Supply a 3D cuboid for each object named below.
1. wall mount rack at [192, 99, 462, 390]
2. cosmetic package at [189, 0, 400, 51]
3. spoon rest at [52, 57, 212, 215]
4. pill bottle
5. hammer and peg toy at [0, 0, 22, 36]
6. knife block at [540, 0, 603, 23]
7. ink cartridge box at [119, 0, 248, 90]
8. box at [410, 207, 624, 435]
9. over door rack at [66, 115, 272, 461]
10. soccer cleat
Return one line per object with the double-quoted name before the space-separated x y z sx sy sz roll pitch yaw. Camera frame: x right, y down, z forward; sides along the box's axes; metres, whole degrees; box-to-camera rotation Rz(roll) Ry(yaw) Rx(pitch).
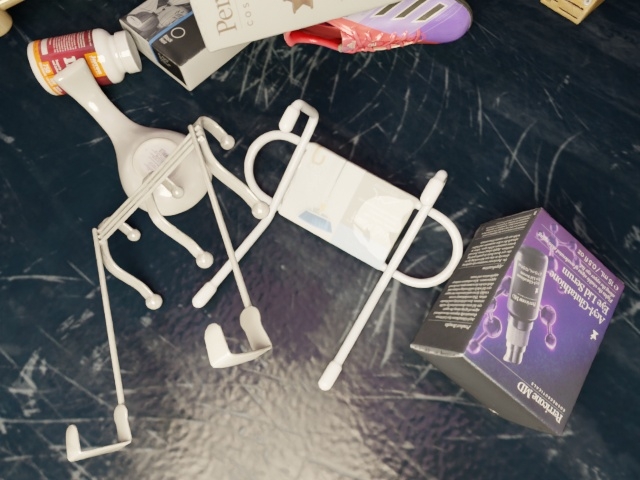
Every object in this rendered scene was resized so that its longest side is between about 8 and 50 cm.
"wall mount rack" 0.000 0.000 0.554 0.350 0.130 0.304 30 104 12
"cosmetic package" -0.043 -0.537 0.560 0.393 0.329 0.328 -18 61 -5
"spoon rest" -0.287 -0.156 0.645 0.137 0.084 0.276 -43 88 -14
"pill bottle" -0.388 -0.301 0.686 0.151 0.086 0.086 -15 69 -5
"hammer and peg toy" -0.533 -0.505 0.746 0.265 0.127 0.362 -20 70 -10
"knife block" 0.571 -0.549 0.795 0.088 0.242 0.276 44 120 16
"ink cartridge box" -0.177 -0.432 0.751 0.165 0.065 0.333 39 73 15
"box" 0.236 0.092 0.496 0.153 0.108 0.207 38 72 -9
"over door rack" -0.165 0.043 0.471 0.239 0.108 0.324 -38 48 23
"soccer cleat" 0.092 -0.366 0.704 0.318 0.109 0.117 13 72 9
